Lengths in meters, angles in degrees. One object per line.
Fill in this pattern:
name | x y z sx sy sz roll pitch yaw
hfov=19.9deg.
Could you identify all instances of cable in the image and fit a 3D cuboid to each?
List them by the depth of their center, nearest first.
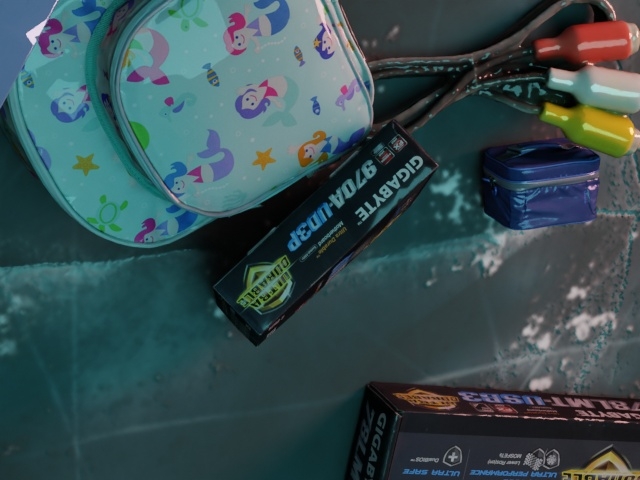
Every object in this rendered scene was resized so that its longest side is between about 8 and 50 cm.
cable | 0.147 -0.137 1.449 0.287 0.072 0.139 0 90 -22

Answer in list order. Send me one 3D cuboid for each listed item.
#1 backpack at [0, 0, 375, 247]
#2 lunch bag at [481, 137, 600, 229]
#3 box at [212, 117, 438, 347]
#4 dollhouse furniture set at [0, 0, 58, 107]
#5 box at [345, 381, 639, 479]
backpack | -0.101 -0.119 1.285 0.254 0.191 0.225 -28 119 -8
lunch bag | 0.178 -0.051 1.502 0.098 0.067 0.065 -8 111 -21
box | 0.000 0.000 1.356 0.175 0.220 0.051 -43 87 -6
dollhouse furniture set | -0.342 -0.109 1.172 0.198 0.286 0.303 36 63 -23
box | 0.149 0.278 1.609 0.296 0.073 0.293 6 105 -26
